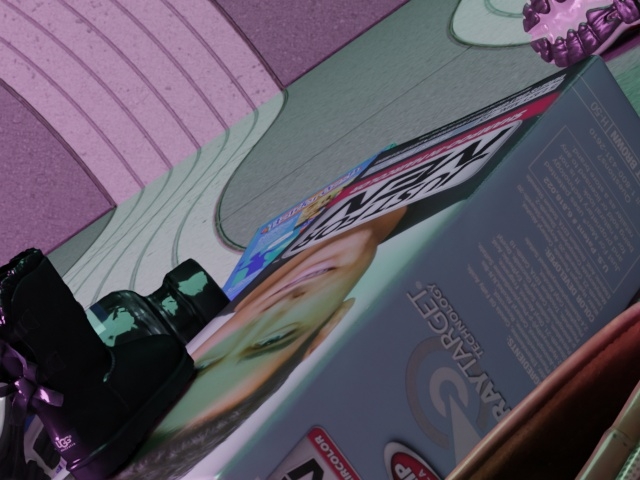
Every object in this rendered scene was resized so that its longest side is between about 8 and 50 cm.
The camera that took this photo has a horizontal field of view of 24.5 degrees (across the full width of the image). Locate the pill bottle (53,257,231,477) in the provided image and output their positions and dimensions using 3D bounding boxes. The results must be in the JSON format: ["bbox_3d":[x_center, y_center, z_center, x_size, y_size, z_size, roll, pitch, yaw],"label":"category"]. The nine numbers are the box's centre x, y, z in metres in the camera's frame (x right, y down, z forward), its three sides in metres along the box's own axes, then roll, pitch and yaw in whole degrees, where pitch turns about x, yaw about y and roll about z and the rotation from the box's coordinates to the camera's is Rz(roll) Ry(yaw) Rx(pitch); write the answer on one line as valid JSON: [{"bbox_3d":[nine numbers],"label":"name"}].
[{"bbox_3d":[-0.153,0.114,1.057,0.219,0.123,0.123,-37,11,-10],"label":"pill bottle"}]

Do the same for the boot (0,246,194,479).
[{"bbox_3d":[-0.113,0.047,0.685,0.045,0.099,0.121,-29,13,25],"label":"boot"}]

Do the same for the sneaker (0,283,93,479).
[{"bbox_3d":[-0.246,0.165,0.902,0.147,0.130,0.330,-10,40,23],"label":"sneaker"}]

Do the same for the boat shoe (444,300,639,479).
[{"bbox_3d":[0.022,0.137,0.450,0.324,0.116,0.123,-38,11,-15],"label":"boat shoe"}]

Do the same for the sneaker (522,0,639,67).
[{"bbox_3d":[0.303,-0.250,1.307,0.279,0.107,0.118,-20,9,45],"label":"sneaker"}]

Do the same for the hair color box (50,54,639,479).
[{"bbox_3d":[0.029,0.060,0.766,0.185,0.114,0.374,-23,17,46],"label":"hair color box"}]

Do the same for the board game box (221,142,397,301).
[{"bbox_3d":[0.000,0.000,1.278,0.160,0.047,0.210,-32,12,19],"label":"board game box"}]
